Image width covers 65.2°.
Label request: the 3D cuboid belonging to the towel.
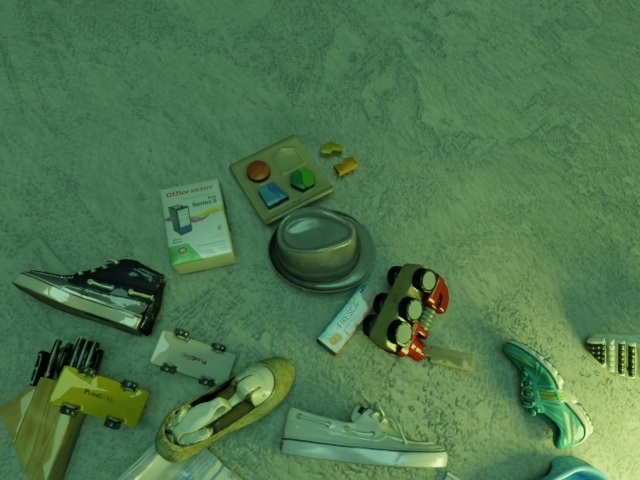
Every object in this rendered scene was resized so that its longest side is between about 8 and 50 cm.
[{"bbox_3d":[-0.267,0.533,1.045,0.285,0.034,0.209,35,31,12],"label":"towel"}]

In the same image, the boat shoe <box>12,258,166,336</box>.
[{"bbox_3d":[-0.543,0.106,1.215,0.341,0.127,0.158,21,64,-4],"label":"boat shoe"}]

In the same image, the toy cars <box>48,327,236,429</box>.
[{"bbox_3d":[-0.392,0.309,1.138,0.394,0.087,0.176,-18,86,-27],"label":"toy cars"}]

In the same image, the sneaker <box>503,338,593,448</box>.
[{"bbox_3d":[0.524,0.360,1.187,0.110,0.107,0.275,-32,75,-4],"label":"sneaker"}]

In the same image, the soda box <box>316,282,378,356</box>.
[{"bbox_3d":[0.069,0.196,1.239,0.063,0.058,0.183,38,72,10],"label":"soda box"}]

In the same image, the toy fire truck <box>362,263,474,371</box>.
[{"bbox_3d":[0.263,0.203,1.219,0.246,0.159,0.216,40,69,-30],"label":"toy fire truck"}]

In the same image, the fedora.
[{"bbox_3d":[0.000,0.000,1.253,0.276,0.124,0.243,8,63,8],"label":"fedora"}]

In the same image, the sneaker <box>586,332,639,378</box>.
[{"bbox_3d":[0.810,0.268,1.214,0.293,0.109,0.118,5,30,26],"label":"sneaker"}]

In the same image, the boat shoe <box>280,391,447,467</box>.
[{"bbox_3d":[0.099,0.422,1.132,0.368,0.135,0.156,3,67,8],"label":"boat shoe"}]

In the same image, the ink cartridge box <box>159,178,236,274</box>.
[{"bbox_3d":[-0.314,-0.036,1.284,0.155,0.093,0.212,-11,69,-7],"label":"ink cartridge box"}]

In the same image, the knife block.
[{"bbox_3d":[-0.566,0.367,1.125,0.242,0.088,0.275,-31,74,-13],"label":"knife block"}]

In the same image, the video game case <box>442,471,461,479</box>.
[{"bbox_3d":[0.299,0.604,1.130,0.087,0.011,0.122,29,71,7],"label":"video game case"}]

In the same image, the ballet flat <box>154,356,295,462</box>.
[{"bbox_3d":[-0.197,0.355,1.098,0.349,0.123,0.123,-28,74,-26],"label":"ballet flat"}]

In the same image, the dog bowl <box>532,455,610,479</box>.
[{"bbox_3d":[0.525,0.601,1.111,0.298,0.074,0.165,-21,73,-10],"label":"dog bowl"}]

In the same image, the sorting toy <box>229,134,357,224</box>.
[{"bbox_3d":[-0.067,-0.197,1.366,0.308,0.041,0.229,-29,66,-13],"label":"sorting toy"}]
